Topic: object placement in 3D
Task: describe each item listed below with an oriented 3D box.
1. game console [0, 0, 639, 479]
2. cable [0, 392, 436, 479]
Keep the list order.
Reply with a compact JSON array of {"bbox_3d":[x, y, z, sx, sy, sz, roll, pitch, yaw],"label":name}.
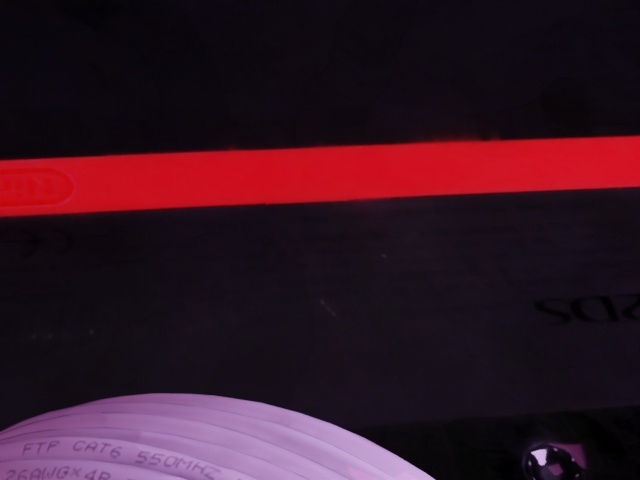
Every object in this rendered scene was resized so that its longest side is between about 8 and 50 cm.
[{"bbox_3d":[0.000,0.000,0.636,0.386,0.060,0.342,-3,48,-16],"label":"game console"},{"bbox_3d":[-0.024,0.164,0.393,0.257,0.257,0.089,24,28,23],"label":"cable"}]
